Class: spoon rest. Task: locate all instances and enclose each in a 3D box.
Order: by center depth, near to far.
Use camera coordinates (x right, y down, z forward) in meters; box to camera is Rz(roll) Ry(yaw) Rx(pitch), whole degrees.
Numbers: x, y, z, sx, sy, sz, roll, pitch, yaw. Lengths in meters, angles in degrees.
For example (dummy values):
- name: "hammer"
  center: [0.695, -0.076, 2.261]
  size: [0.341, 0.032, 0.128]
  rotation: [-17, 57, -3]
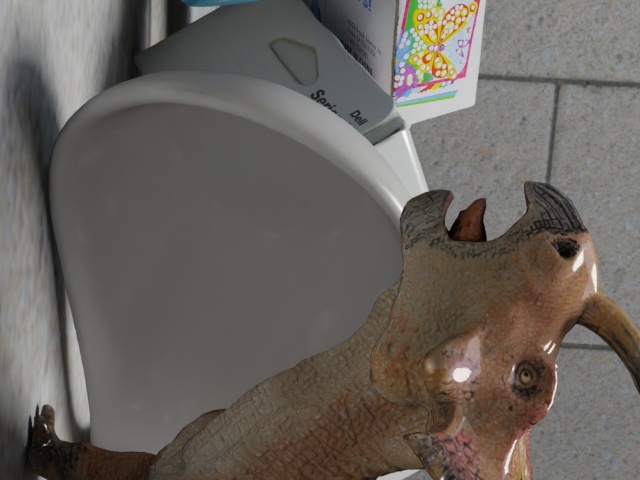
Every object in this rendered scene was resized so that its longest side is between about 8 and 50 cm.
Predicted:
- name: "spoon rest"
  center: [-0.045, 0.029, 0.531]
  size: [0.276, 0.137, 0.084]
  rotation: [118, -5, -60]

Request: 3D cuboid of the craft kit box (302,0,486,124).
- name: "craft kit box"
  center: [0.000, -0.221, 0.665]
  size: [0.250, 0.061, 0.247]
  rotation: [50, -29, 43]

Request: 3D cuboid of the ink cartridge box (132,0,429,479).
- name: "ink cartridge box"
  center: [0.000, 0.000, 0.680]
  size: [0.153, 0.087, 0.208]
  rotation: [54, -11, 48]

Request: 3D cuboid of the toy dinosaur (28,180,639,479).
- name: "toy dinosaur"
  center: [-0.004, 0.129, 0.468]
  size: [0.127, 0.200, 0.296]
  rotation: [-87, 180, -48]

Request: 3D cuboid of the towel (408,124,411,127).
- name: "towel"
  center: [-0.006, -0.122, 0.827]
  size: [0.187, 0.049, 0.282]
  rotation: [41, -56, 48]

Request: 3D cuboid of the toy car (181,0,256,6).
- name: "toy car"
  center: [0.001, -0.186, 0.387]
  size: [0.238, 0.210, 0.219]
  rotation: [-36, 119, -74]
